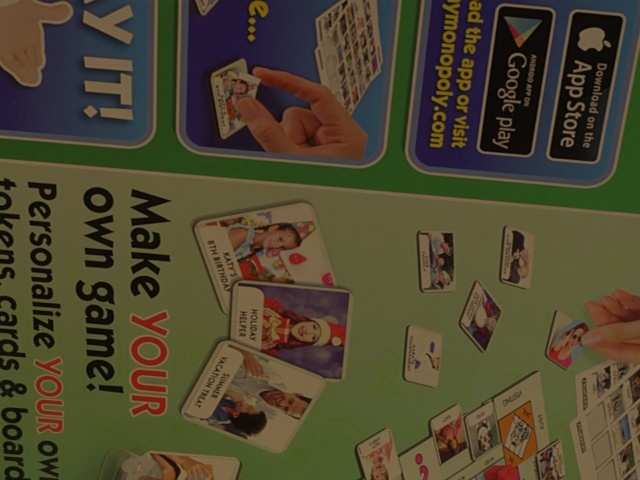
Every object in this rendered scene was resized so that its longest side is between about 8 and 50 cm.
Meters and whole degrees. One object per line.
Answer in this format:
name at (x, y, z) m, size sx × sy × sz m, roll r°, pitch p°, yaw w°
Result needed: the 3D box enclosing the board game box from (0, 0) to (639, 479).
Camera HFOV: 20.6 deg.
board game box at (0.000, 0.000, 0.408) m, size 0.213 × 0.046 × 0.317 m, roll 5°, pitch 126°, yaw 0°
